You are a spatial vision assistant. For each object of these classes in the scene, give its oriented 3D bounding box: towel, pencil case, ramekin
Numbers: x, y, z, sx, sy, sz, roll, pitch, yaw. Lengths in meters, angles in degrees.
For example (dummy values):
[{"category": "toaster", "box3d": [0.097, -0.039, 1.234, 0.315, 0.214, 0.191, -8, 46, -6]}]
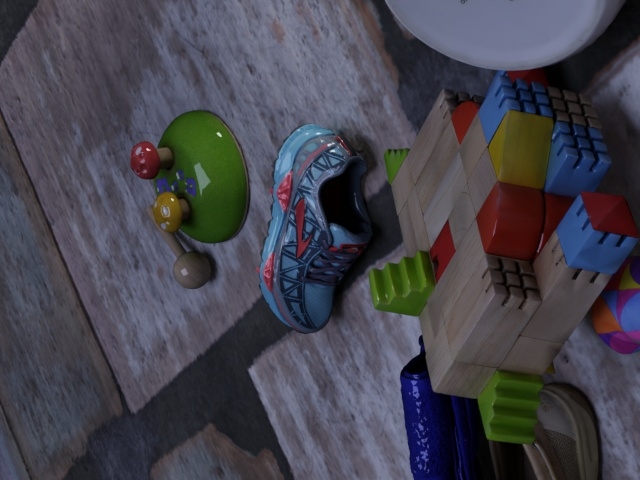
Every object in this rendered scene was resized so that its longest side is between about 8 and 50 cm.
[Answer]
[{"category": "towel", "box3d": [0.151, 0.261, 1.622, 0.076, 0.227, 0.308, -6, 98, 12]}, {"category": "pencil case", "box3d": [0.357, 0.057, 1.352, 0.236, 0.104, 0.104, -1, 100, 52]}, {"category": "ramekin", "box3d": [0.166, -0.272, 1.349, 0.273, 0.127, 0.273, 15, 142, 12]}]

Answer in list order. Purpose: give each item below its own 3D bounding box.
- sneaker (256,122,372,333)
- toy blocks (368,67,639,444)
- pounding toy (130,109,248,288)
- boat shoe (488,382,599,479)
[{"category": "sneaker", "box3d": [0.000, 0.000, 1.785, 0.125, 0.104, 0.261, 24, 120, 44]}, {"category": "toy blocks", "box3d": [0.180, -0.038, 1.446, 0.381, 0.191, 0.261, -99, 26, -44]}, {"category": "pounding toy", "box3d": [-0.200, -0.057, 2.015, 0.183, 0.110, 0.237, 51, 136, 29]}, {"category": "boat shoe", "box3d": [0.235, 0.326, 1.581, 0.122, 0.110, 0.341, -3, 98, 52]}]
